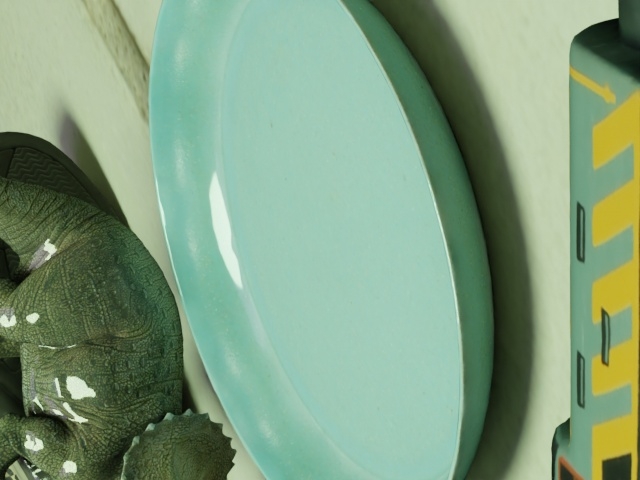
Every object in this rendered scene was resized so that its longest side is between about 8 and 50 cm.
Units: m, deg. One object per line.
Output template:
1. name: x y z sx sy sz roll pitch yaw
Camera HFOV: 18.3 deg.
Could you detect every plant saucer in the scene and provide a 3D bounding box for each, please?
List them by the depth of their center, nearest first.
1. plant saucer: 0.000 0.000 0.988 0.317 0.043 0.317 39 137 51

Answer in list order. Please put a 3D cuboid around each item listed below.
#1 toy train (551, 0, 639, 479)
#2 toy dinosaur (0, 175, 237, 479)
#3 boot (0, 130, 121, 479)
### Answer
1. toy train: 0.145 0.041 0.623 0.190 0.142 0.334 -136 39 -62
2. toy dinosaur: -0.138 0.065 1.137 0.121 0.160 0.313 52 -157 -80
3. boot: -0.185 0.142 1.346 0.377 0.138 0.284 63 153 10
